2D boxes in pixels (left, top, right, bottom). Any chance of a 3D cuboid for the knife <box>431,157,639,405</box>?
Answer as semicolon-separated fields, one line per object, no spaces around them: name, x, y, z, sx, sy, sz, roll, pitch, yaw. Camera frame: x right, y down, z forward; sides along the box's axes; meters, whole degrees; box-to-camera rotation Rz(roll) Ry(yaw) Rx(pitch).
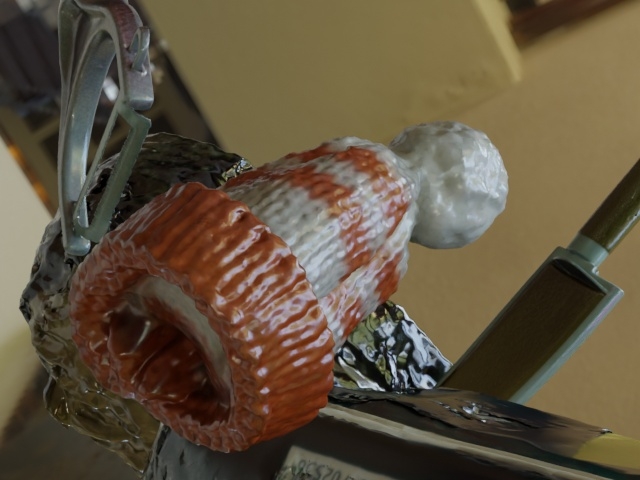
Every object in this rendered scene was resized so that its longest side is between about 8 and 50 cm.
knife;0.164;0.027;1.007;0.343;0.027;0.061;-47;-131;-9

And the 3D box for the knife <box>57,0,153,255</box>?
knife;-0.082;-0.137;0.708;0.123;0.053;0.278;128;-24;-47

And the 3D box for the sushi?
sushi;-0.052;0.093;1.058;0.211;0.350;0.171;-10;-141;46

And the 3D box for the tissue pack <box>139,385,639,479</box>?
tissue pack;0.114;0.217;0.697;0.253;0.264;0.417;11;178;-40

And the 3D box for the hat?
hat;0.000;0.000;0.561;0.162;0.093;0.112;-39;-177;-31
